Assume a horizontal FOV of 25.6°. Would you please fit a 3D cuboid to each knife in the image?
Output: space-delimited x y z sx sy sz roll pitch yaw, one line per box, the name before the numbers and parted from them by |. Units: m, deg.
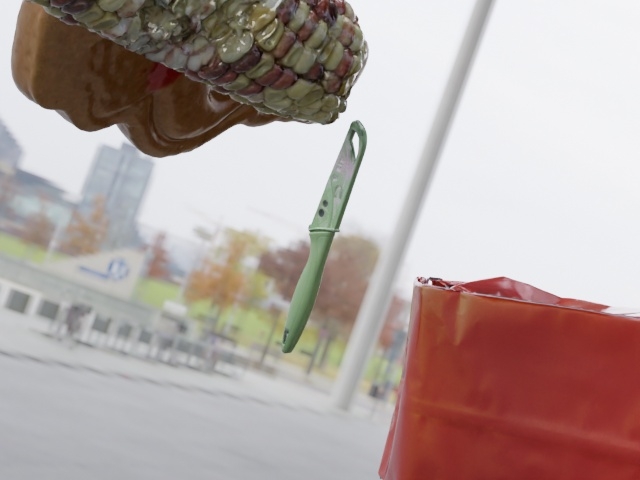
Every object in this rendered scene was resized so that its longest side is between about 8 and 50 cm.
knife | 0.000 0.000 1.128 0.014 0.207 0.030 -1 28 -43

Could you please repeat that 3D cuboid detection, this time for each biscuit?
biscuit | -0.064 -0.150 0.974 0.334 0.202 0.047 -15 43 -45

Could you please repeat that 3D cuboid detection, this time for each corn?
corn | -0.083 -0.140 0.738 0.290 0.098 0.098 27 -8 -36

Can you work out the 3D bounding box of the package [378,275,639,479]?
package | 0.210 0.138 1.082 0.423 0.196 0.123 10 5 40
